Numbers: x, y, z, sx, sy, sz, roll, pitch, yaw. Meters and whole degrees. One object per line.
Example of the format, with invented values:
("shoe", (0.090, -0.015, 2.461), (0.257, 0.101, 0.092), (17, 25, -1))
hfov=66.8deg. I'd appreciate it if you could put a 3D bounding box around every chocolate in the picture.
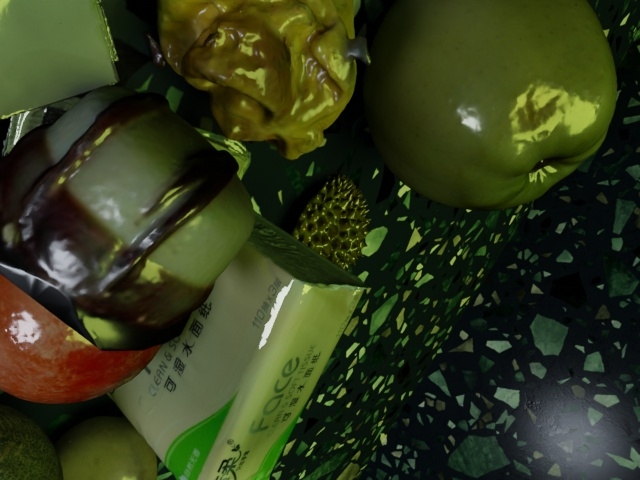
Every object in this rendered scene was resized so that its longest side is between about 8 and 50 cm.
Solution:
("chocolate", (-0.193, -0.049, 0.534), (0.186, 0.284, 0.283), (-40, 150, 20))

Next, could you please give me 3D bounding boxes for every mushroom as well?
("mushroom", (-0.408, 0.430, 0.915), (0.204, 0.204, 0.204), (-31, 139, -32))

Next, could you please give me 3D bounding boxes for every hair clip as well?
("hair clip", (-0.263, -0.129, 0.695), (0.321, 0.091, 0.138), (10, 118, -41))

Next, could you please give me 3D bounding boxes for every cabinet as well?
("cabinet", (-0.314, -0.253, 0.473), (0.150, 0.145, 0.206), (-33, 140, -30))

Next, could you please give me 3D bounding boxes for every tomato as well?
("tomato", (-0.328, 0.090, 0.649), (0.265, 0.265, 0.265), (-31, 139, -32))

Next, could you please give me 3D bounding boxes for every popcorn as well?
("popcorn", (-0.055, -0.263, 0.695), (0.316, 0.280, 0.297), (-35, 125, -47))

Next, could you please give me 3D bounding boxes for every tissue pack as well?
("tissue pack", (-0.165, 0.168, 0.837), (0.205, 0.331, 0.405), (11, 108, -55))

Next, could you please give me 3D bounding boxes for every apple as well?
("apple", (0.306, -0.277, 0.934), (0.473, 0.473, 0.474), (-31, 139, -32))

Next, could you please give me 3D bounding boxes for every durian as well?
("durian", (0.000, 0.000, 1.094), (0.172, 0.166, 0.306), (13, 103, -23))

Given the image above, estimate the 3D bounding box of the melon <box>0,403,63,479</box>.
("melon", (-0.499, 0.382, 0.686), (0.248, 0.248, 0.329), (-20, 133, -41))
